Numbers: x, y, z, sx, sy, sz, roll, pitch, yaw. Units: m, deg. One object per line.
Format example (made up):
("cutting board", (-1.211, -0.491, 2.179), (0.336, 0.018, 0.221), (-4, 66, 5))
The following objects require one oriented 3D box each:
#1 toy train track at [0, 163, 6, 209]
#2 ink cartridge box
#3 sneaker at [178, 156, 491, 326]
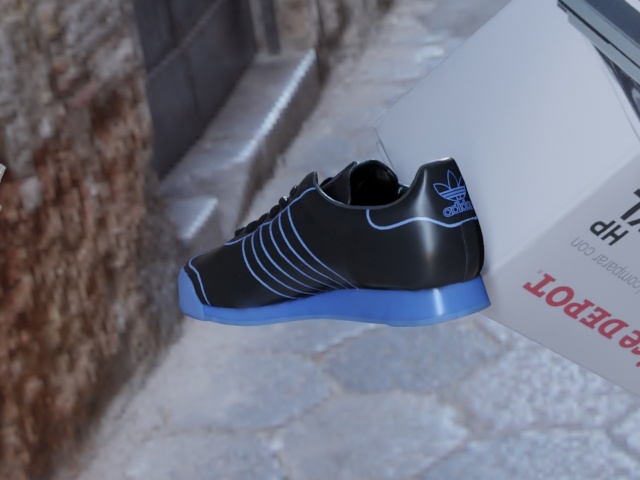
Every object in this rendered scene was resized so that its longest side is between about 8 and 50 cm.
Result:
("toy train track", (-0.200, -0.026, 0.861), (0.014, 0.048, 0.083), (22, 2, -30))
("ink cartridge box", (0.278, -0.090, 0.972), (0.395, 0.285, 0.166), (-41, 48, 21))
("sneaker", (0.000, 0.000, 0.894), (0.232, 0.090, 0.081), (-3, 9, 41))
